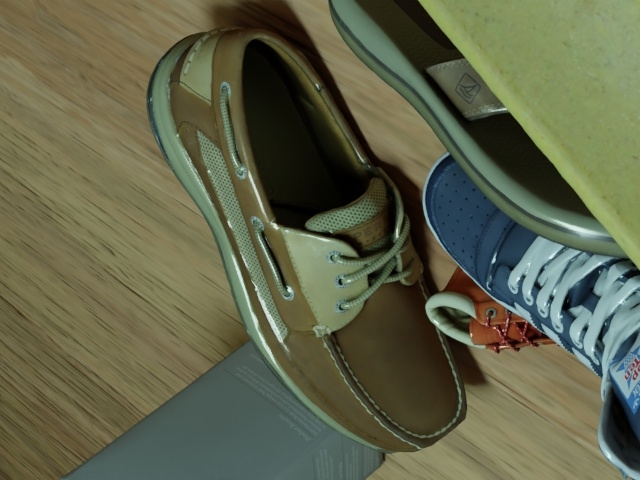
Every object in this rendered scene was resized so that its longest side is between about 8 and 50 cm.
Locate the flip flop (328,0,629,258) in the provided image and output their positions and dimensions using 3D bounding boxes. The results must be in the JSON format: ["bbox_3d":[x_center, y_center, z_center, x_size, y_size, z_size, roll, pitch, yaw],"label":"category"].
[{"bbox_3d":[0.112,-0.090,0.977,0.277,0.112,0.080,46,140,26],"label":"flip flop"}]

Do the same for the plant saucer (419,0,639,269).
[{"bbox_3d":[0.139,-0.132,0.640,0.333,0.081,0.333,53,160,18],"label":"plant saucer"}]

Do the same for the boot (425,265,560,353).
[{"bbox_3d":[0.136,0.046,1.110,0.158,0.084,0.059,19,137,47],"label":"boot"}]

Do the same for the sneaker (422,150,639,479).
[{"bbox_3d":[0.151,0.037,0.972,0.282,0.153,0.099,38,108,20],"label":"sneaker"}]

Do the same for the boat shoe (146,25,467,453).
[{"bbox_3d":[0.000,0.000,1.240,0.324,0.122,0.120,57,151,-9],"label":"boat shoe"}]

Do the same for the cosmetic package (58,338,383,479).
[{"bbox_3d":[-0.075,0.184,1.454,0.127,0.238,0.107,36,149,32],"label":"cosmetic package"}]
